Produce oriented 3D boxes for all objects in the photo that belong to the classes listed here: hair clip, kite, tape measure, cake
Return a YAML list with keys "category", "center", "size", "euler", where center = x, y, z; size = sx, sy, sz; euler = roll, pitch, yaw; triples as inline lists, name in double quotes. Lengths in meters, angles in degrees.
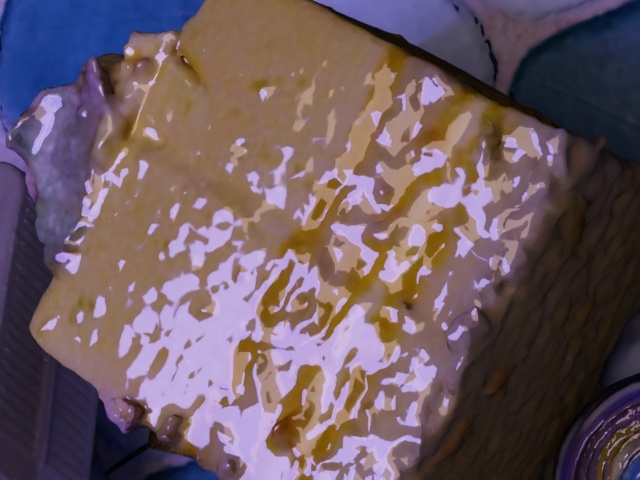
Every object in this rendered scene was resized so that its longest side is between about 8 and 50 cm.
- category: "hair clip"
  center: [0.180, 0.114, 0.966]
  size: [0.116, 0.049, 0.172]
  euler: [43, 101, -1]
- category: "kite"
  center: [-0.099, 0.112, 1.153]
  size: [0.078, 0.002, 0.044]
  euler: [-14, 80, 27]
- category: "tape measure"
  center: [-0.245, 0.100, 1.101]
  size: [0.231, 0.133, 0.271]
  euler: [-22, 47, 24]
- category: "cake"
  center: [0.000, 0.000, 0.981]
  size: [0.286, 0.227, 0.222]
  euler: [30, 96, 25]
